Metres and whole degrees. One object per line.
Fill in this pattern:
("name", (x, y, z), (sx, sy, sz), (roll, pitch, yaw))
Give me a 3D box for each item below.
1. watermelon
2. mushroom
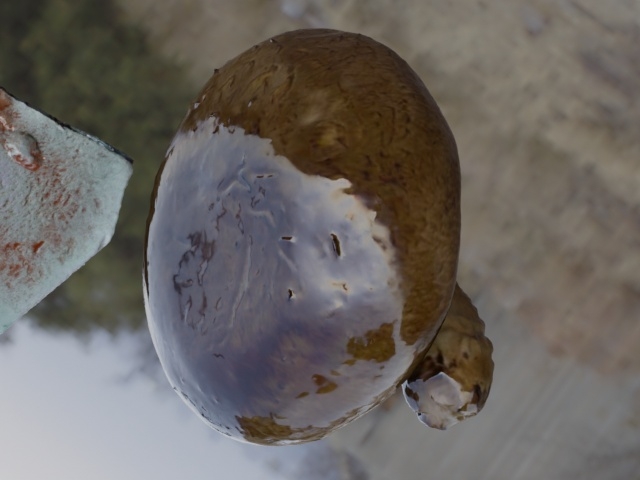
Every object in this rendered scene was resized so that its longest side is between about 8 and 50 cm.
("watermelon", (-0.300, -0.039, 1.980), (0.320, 0.214, 0.289), (64, -159, -46))
("mushroom", (-0.020, -0.003, 1.531), (0.345, 0.345, 0.239), (33, -172, 30))
